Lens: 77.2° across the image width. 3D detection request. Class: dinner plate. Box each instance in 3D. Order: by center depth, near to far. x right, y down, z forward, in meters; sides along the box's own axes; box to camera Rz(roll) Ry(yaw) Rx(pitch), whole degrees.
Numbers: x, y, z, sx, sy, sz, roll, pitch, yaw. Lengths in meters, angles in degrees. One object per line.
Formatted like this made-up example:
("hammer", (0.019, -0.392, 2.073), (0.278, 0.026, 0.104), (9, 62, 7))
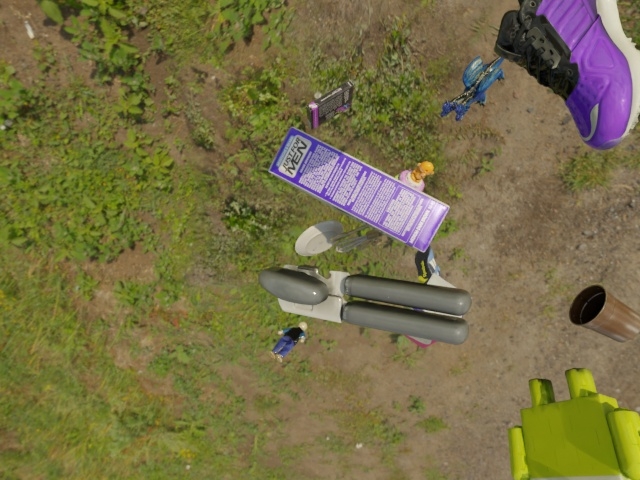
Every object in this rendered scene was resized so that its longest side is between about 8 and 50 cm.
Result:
("dinner plate", (0.000, 0.000, 1.060), (0.141, 0.017, 0.141), (-20, 148, -13))

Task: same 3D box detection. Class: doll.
("doll", (-0.120, 0.381, 1.558), (0.129, 0.189, 0.046), (13, 133, 39))

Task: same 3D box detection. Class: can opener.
("can opener", (0.050, 0.085, 0.535), (0.281, 0.093, 0.074), (6, 99, 23))

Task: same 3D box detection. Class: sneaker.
("sneaker", (0.311, -0.253, 0.535), (0.146, 0.293, 0.102), (-7, 171, 8))
("sneaker", (0.304, 0.076, 1.130), (0.059, 0.144, 0.053), (32, 136, -29))

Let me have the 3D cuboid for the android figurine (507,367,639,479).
("android figurine", (0.421, 0.360, 0.668), (0.056, 0.272, 0.248), (22, 145, -14))

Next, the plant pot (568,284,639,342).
("plant pot", (1.016, 0.267, 1.420), (0.165, 0.167, 0.166), (29, 127, 2))

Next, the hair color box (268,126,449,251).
("hair color box", (0.079, -0.100, 0.840), (0.339, 0.185, 0.110), (30, 95, 6))

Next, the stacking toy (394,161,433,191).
("stacking toy", (0.325, -0.203, 1.524), (0.175, 0.165, 0.302), (31, 142, -7))

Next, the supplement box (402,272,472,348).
("supplement box", (0.279, 0.189, 1.039), (0.111, 0.114, 0.220), (34, 156, 10))

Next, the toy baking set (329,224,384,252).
("toy baking set", (0.150, -0.012, 1.089), (0.197, 0.030, 0.256), (-33, 158, 30))

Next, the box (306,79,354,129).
("box", (0.030, -0.426, 1.267), (0.162, 0.029, 0.116), (-31, 168, -7))

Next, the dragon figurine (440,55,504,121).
("dragon figurine", (0.463, -0.466, 1.149), (0.085, 0.144, 0.289), (42, 116, 18))
